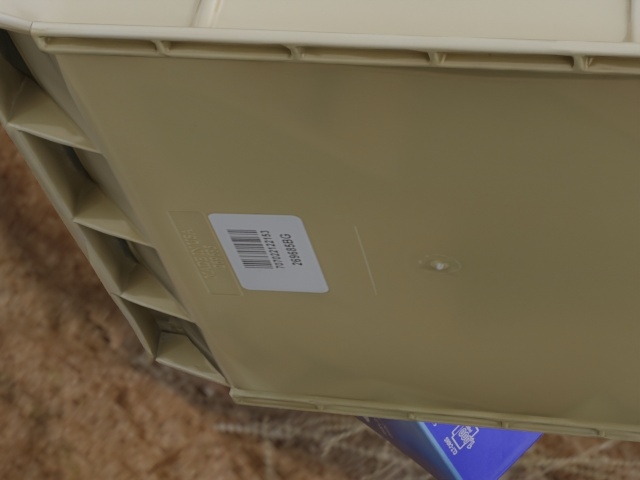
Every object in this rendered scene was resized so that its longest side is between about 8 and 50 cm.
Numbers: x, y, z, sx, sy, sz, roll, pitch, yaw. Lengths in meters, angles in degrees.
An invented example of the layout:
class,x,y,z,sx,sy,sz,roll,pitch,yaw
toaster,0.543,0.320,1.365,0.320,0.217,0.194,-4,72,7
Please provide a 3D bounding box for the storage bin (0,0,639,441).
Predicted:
class,x,y,z,sx,sy,sz,roll,pitch,yaw
storage bin,0.047,-0.041,0.557,0.260,0.262,0.123,4,63,13

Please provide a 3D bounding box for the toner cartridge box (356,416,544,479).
class,x,y,z,sx,sy,sz,roll,pitch,yaw
toner cartridge box,0.000,0.000,0.993,0.075,0.165,0.348,-44,129,-13
